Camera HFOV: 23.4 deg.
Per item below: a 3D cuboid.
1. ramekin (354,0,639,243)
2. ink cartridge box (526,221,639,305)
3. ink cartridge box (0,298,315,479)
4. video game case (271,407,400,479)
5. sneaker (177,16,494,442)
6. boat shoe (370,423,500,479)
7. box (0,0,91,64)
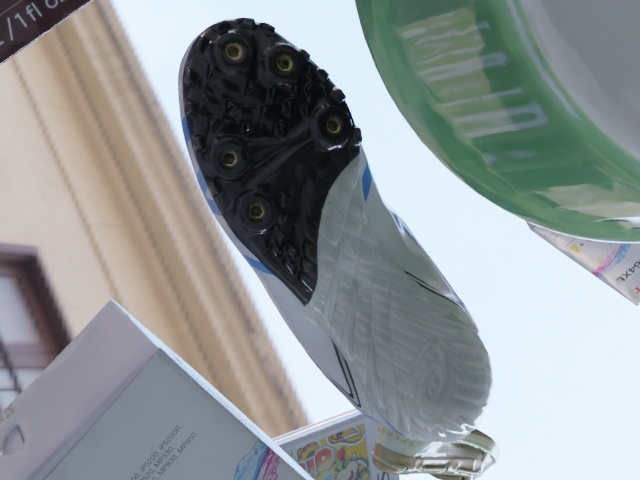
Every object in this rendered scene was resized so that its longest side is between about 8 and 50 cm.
[{"bbox_3d":[0.177,-0.146,0.716,0.303,0.148,0.303,-1,-86,-14],"label":"ramekin"},{"bbox_3d":[0.217,-0.030,1.129,0.092,0.143,0.090,-45,-146,19],"label":"ink cartridge box"},{"bbox_3d":[-0.073,0.138,0.744,0.176,0.128,0.127,44,-97,-19],"label":"ink cartridge box"},{"bbox_3d":[-0.024,0.261,1.266,0.026,0.227,0.206,14,-64,56],"label":"video game case"},{"bbox_3d":[0.000,0.000,0.742,0.085,0.237,0.086,-38,-159,-15],"label":"sneaker"},{"bbox_3d":[0.068,0.128,0.938,0.056,0.153,0.048,25,-96,22],"label":"boat shoe"},{"bbox_3d":[-0.280,-0.285,0.936,0.191,0.143,0.381,-37,-69,-3],"label":"box"}]
